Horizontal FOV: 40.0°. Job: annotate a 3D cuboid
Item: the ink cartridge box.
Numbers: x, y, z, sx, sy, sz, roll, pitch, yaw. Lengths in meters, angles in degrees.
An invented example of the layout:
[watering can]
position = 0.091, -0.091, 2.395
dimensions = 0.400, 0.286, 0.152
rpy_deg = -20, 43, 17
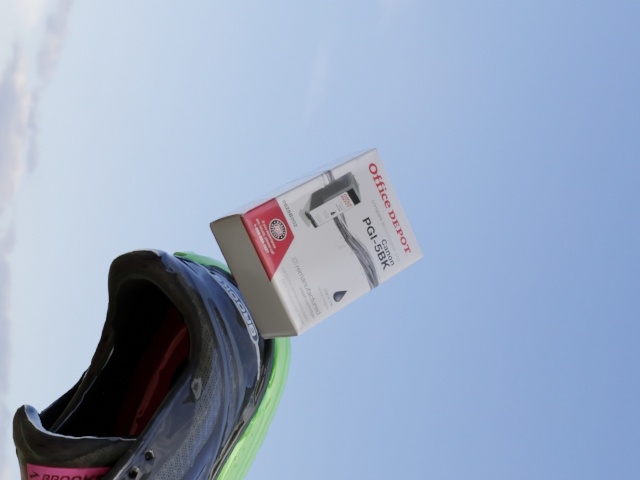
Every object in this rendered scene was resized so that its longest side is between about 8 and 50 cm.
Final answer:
[ink cartridge box]
position = 0.000, 0.000, 0.668
dimensions = 0.056, 0.135, 0.099
rpy_deg = -13, -75, 57

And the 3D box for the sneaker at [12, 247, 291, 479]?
[sneaker]
position = -0.166, 0.222, 0.658
dimensions = 0.185, 0.202, 0.483
rpy_deg = -9, -124, 32
